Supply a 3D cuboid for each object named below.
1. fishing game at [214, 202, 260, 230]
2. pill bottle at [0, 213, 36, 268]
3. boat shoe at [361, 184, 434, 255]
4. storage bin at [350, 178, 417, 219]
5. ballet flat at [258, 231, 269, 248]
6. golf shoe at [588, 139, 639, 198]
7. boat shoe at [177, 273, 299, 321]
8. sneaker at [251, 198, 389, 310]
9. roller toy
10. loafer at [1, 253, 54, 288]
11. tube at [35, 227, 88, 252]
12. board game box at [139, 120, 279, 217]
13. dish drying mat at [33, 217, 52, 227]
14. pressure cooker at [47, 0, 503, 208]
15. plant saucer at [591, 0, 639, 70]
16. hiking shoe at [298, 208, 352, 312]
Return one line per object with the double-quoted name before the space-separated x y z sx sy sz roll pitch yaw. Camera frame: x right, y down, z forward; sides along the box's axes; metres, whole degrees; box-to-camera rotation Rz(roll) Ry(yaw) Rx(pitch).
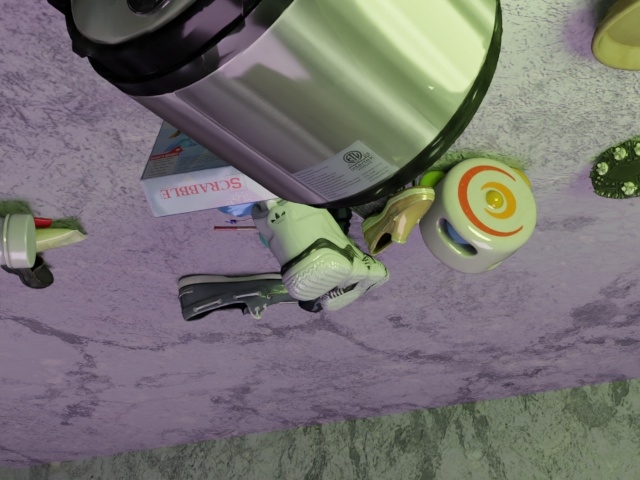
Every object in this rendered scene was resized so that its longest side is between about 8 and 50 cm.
"fishing game" -0.122 -0.096 1.794 0.189 0.041 0.264 0 139 -4
"pill bottle" -0.658 0.002 1.899 0.229 0.131 0.131 -1 156 -5
"boat shoe" 0.136 -0.028 1.711 0.068 0.072 0.190 7 154 -24
"storage bin" 0.096 -0.109 1.767 0.084 0.122 0.180 -16 153 27
"ballet flat" -0.031 0.008 2.081 0.087 0.083 0.247 -7 157 44
"golf shoe" 0.621 -0.135 1.816 0.272 0.105 0.120 -21 158 35
"boat shoe" -0.166 0.139 2.321 0.319 0.099 0.116 1 156 -10
"sneaker" 0.000 0.000 1.796 0.137 0.210 0.366 -31 164 13
"roller toy" 0.292 -0.047 1.848 0.209 0.191 0.146 5 154 -19
"loafer" -0.604 0.056 2.120 0.061 0.062 0.170 -16 155 15
"tube" -0.590 0.002 2.010 0.240 0.070 0.062 -7 122 0
"board game box" -0.060 -0.166 1.392 0.318 0.318 0.066 -8 125 11
"dish drying mat" -0.569 -0.036 1.977 0.083 0.008 0.032 5 154 -19
"pressure cooker" -0.053 -0.270 1.043 0.420 0.375 0.370 32 96 -41
"plant saucer" 0.518 -0.315 1.421 0.277 0.041 0.278 -6 164 -2
"hiking shoe" -0.021 0.006 1.969 0.132 0.113 0.304 12 123 -2
